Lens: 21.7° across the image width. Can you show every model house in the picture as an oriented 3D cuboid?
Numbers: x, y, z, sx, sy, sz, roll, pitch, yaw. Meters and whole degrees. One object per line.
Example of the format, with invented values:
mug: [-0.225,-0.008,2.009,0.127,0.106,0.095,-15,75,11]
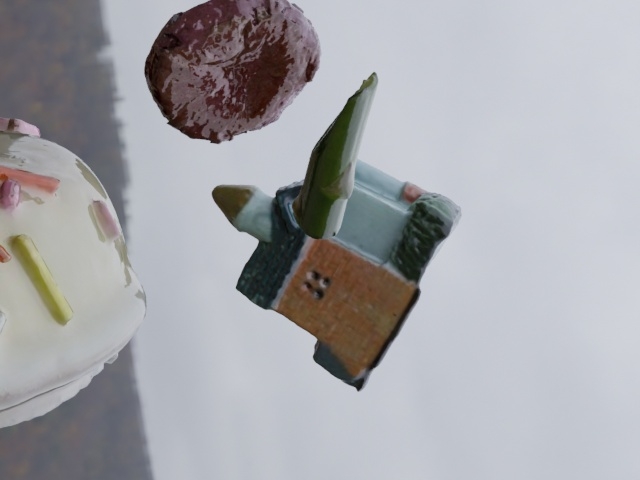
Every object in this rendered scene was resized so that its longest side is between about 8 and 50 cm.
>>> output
model house: [0.000,0.000,2.050,0.253,0.291,0.184,-59,-175,8]

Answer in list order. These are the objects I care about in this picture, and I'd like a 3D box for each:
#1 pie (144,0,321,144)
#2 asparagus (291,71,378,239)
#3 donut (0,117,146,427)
pie: [-0.073,-0.146,1.403,0.038,0.153,0.153,-114,-159,-44]
asparagus: [0.012,-0.069,1.326,0.178,0.041,0.045,105,-25,-48]
donut: [-0.288,0.019,0.926,0.382,0.382,0.142,-148,-129,-71]
